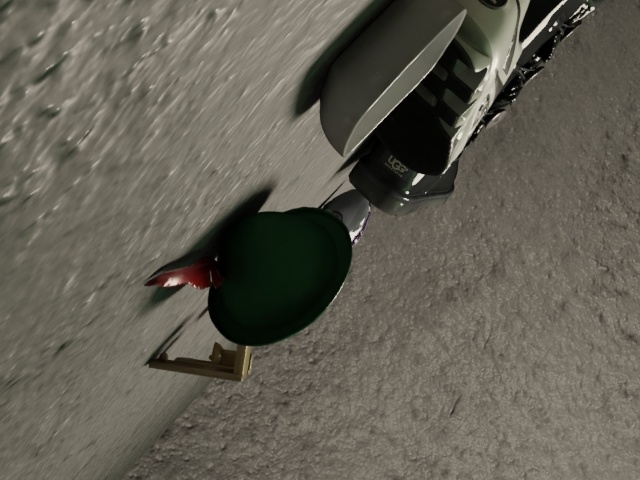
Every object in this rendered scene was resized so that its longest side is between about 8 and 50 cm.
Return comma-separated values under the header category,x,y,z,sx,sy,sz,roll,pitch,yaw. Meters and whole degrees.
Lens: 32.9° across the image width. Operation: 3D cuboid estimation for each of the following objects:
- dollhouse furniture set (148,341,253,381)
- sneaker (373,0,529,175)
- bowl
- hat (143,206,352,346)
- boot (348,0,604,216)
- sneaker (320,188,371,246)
category,x,y,z,sx,sy,sz,roll,pitch,yaw
dollhouse furniture set,-0.148,0.101,1.469,0.144,0.123,0.151,27,70,-87
sneaker,0.148,-0.178,1.167,0.146,0.122,0.330,-44,176,-19
bowl,0.052,-0.146,0.918,0.142,0.053,0.142,-47,177,-13
hat,-0.082,-0.010,1.062,0.173,0.183,0.208,-41,-142,-1
boot,0.254,-0.253,1.653,0.445,0.146,0.367,-53,177,20
sneaker,0.000,0.000,1.736,0.224,0.083,0.098,-46,172,-8
